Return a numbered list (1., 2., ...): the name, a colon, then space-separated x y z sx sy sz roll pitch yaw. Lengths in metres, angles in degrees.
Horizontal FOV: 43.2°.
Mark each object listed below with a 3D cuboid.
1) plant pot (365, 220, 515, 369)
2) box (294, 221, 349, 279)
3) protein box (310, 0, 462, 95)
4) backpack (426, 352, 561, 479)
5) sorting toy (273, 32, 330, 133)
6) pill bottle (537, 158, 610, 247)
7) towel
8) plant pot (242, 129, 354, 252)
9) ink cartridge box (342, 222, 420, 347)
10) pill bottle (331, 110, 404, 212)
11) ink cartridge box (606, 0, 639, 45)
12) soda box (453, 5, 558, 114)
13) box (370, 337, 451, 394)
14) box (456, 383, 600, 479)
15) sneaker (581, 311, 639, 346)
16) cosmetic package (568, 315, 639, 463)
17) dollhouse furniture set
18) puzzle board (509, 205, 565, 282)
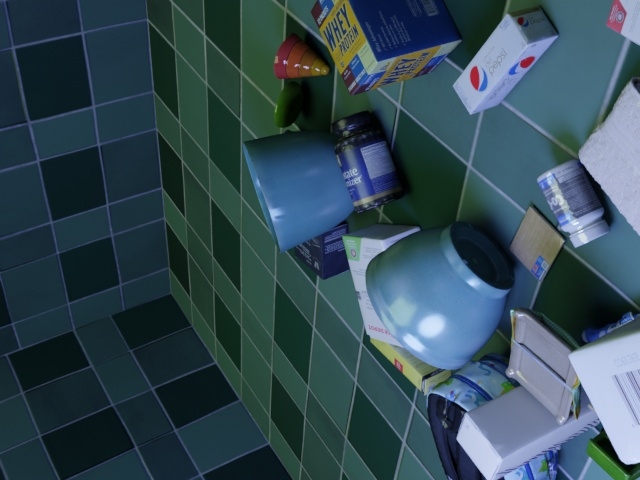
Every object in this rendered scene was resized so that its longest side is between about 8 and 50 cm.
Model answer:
1. plant pot: 0.264 0.085 1.637 0.196 0.293 0.293 -47 63 34
2. box: 0.000 0.000 2.267 0.156 0.093 0.158 39 140 47
3. protein box: 0.125 -0.420 1.577 0.199 0.201 0.136 66 155 8
4. backpack: 0.359 0.414 1.713 0.355 0.273 0.290 53 169 -33
5. sorting toy: -0.039 -0.357 2.110 0.126 0.127 0.365 23 139 18
6. pill bottle: 0.433 -0.062 1.379 0.137 0.078 0.078 66 154 9
7. towel: 0.517 -0.088 1.229 0.282 0.049 0.187 58 152 23
8. plant pot: -0.038 -0.142 2.025 0.293 0.235 0.292 161 90 -83
9. ink cartridge box: 0.175 0.104 1.972 0.198 0.115 0.272 8 115 62
10. pill bottle: 0.105 -0.185 1.887 0.123 0.123 0.219 -17 94 65
11. ink cartridge box: 0.478 -0.319 1.123 0.135 0.056 0.099 49 148 37
12. soda box: 0.320 -0.313 1.421 0.069 0.074 0.216 63 154 14
13. box: 0.225 0.287 2.046 0.232 0.087 0.058 42 143 43
14. box: 0.399 0.333 1.509 0.113 0.275 0.094 54 152 36
15. sneaker: 0.531 0.161 1.378 0.211 0.080 0.081 -4 82 64
16. cosmetic package: 0.525 0.113 0.973 0.156 0.385 0.217 66 157 9
17. dollhouse furniture set: 0.478 0.233 1.392 0.301 0.151 0.197 45 153 39
18. puzzle board: 0.414 0.007 1.548 0.096 0.011 0.128 52 150 30
